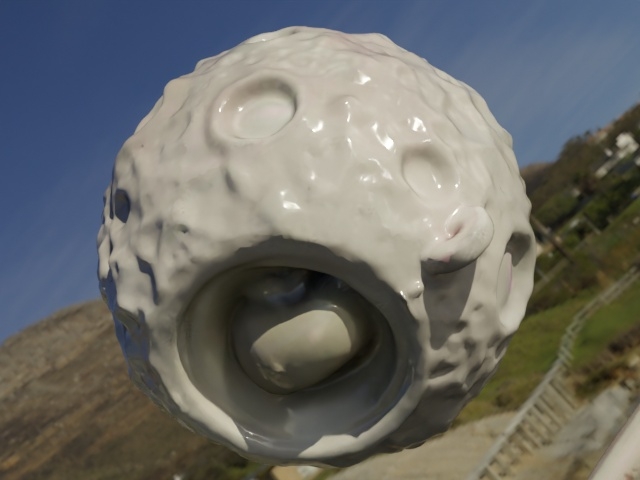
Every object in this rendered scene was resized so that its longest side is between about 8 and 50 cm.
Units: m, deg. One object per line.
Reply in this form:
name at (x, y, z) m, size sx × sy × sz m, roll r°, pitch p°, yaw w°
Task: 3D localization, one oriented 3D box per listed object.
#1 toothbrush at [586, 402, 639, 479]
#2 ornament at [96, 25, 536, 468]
toothbrush at (0.100, 0.150, 0.449) m, size 0.025 × 0.029 × 0.307 m, roll 27°, pitch -82°, yaw -50°
ornament at (0.000, 0.000, 0.809) m, size 0.337 × 0.337 × 0.337 m, roll -40°, pitch -14°, yaw -12°
